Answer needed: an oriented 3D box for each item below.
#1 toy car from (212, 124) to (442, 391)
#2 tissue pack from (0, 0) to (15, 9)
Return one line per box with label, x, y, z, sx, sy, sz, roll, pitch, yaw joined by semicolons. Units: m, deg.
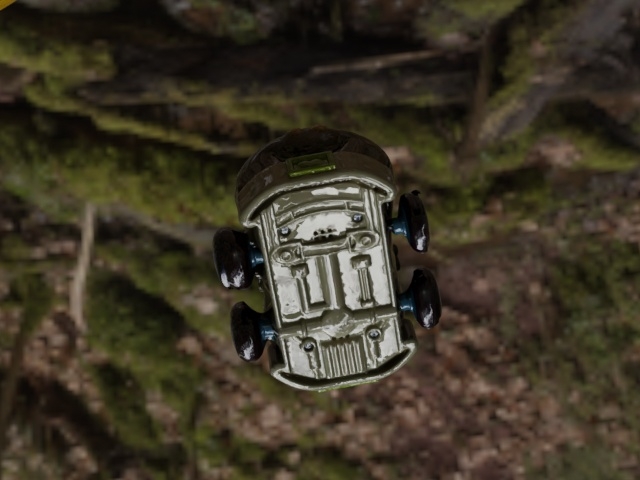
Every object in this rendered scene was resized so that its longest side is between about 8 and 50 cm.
toy car;0.000;0.000;1.531;0.204;0.198;0.248;-11;122;-1
tissue pack;-0.226;-0.321;0.984;0.382;0.228;0.293;-23;139;28
